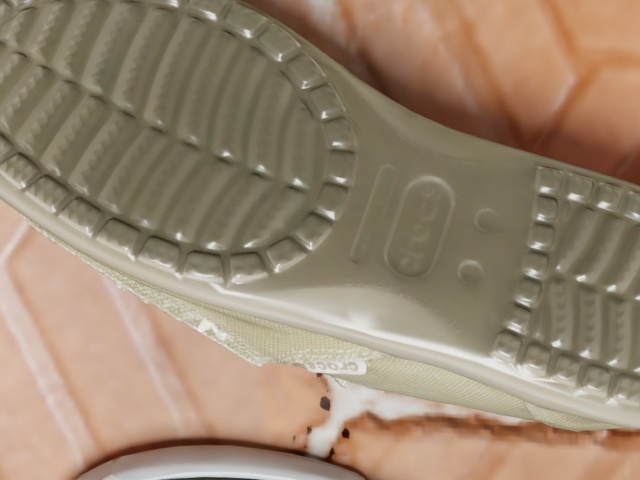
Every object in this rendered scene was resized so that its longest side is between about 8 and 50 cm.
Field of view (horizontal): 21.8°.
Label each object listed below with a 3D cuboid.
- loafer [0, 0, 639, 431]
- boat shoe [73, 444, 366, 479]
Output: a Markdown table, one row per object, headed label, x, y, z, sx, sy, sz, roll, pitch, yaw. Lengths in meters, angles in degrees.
| label | x | y | z | sx | sy | sz | roll | pitch | yaw |
| --- | --- | --- | --- | --- | --- | --- | --- | --- | --- |
| loafer | 0.000 | 0.000 | 0.539 | 0.268 | 0.092 | 0.102 | 25 | 67 | 6 |
| boat shoe | 0.043 | 0.168 | 0.559 | 0.306 | 0.105 | 0.113 | 31 | 94 | -9 |
